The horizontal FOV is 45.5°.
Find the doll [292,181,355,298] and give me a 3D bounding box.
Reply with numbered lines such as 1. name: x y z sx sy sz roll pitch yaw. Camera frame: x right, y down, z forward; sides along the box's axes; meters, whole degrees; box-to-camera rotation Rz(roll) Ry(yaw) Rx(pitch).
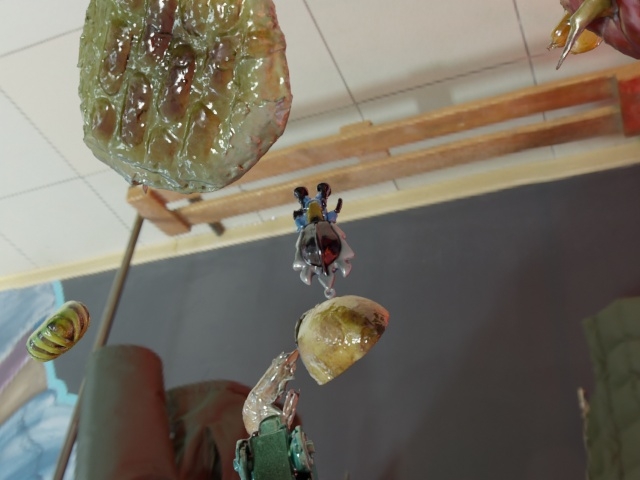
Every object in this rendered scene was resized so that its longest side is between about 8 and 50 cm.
1. doll: 0.000 0.000 1.177 0.096 0.195 0.070 -12 152 5

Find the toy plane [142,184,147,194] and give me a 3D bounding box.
1. toy plane: -0.256 -0.158 1.534 0.108 0.286 0.092 13 114 16

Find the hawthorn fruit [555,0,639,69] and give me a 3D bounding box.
1. hawthorn fruit: 0.349 -0.286 0.694 0.262 0.258 0.258 -1 141 2

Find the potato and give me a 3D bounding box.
1. potato: 0.023 0.089 0.800 0.066 0.096 0.103 40 140 -6

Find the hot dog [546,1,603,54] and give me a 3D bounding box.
1. hot dog: 0.399 -0.364 1.032 0.072 0.109 0.269 33 96 -6

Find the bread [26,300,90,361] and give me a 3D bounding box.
1. bread: -0.479 0.168 1.410 0.139 0.130 0.071 -37 98 32

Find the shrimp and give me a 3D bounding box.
1. shrimp: -0.083 0.316 1.554 0.048 0.126 0.223 14 113 -51

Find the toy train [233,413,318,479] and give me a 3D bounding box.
1. toy train: -0.045 0.334 0.992 0.107 0.197 0.154 -14 139 1

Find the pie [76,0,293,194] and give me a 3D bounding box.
1. pie: -0.165 -0.191 0.867 0.307 0.071 0.306 7 107 22
